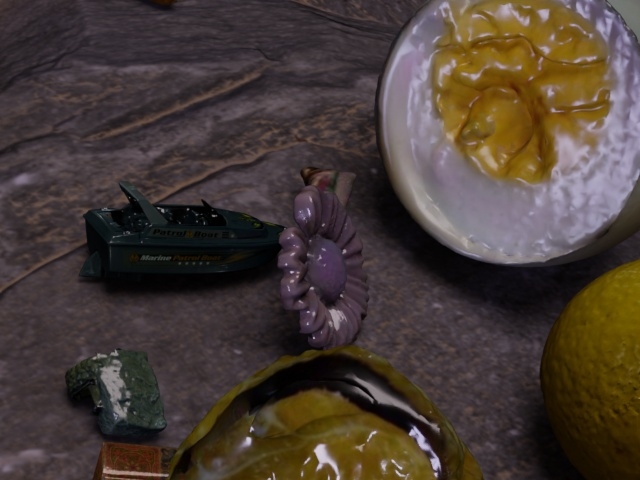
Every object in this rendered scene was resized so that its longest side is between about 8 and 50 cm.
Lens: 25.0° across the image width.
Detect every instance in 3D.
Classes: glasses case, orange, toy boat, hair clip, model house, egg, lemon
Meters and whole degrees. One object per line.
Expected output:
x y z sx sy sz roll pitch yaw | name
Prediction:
-0.100 0.235 1.339 0.218 0.075 0.049 7 46 -15 | glasses case
0.029 0.278 1.220 0.271 0.210 0.368 -27 77 7 | orange
-0.138 -0.008 1.571 0.246 0.103 0.093 0 21 -28 | toy boat
0.007 -0.003 1.601 0.069 0.173 0.300 -20 30 14 | hair clip
-0.198 0.155 1.409 0.079 0.066 0.083 -2 63 -39 | model house
0.285 -0.155 1.730 0.354 0.354 0.340 39 25 20 | egg
0.364 0.143 1.471 0.293 0.293 0.293 11 42 -10 | lemon

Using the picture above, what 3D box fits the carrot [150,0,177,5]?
-0.284 -0.371 1.940 0.210 0.061 0.061 28 41 3 | carrot
